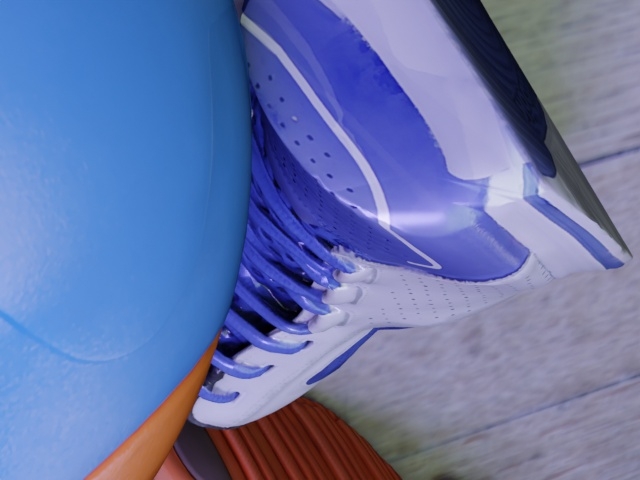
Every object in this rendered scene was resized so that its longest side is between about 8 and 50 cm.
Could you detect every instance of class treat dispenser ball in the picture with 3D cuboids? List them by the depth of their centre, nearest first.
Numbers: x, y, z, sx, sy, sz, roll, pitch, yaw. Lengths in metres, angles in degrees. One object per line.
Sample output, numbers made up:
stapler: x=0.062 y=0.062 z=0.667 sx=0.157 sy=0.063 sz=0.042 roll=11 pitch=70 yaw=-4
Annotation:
treat dispenser ball: x=-0.160 y=-0.022 z=0.405 sx=0.288 sy=0.288 sz=0.288 roll=-19 pitch=134 yaw=-21

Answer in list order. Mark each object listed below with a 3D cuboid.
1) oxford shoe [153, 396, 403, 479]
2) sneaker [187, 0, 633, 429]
oxford shoe: x=0.011 y=0.181 z=0.823 sx=0.132 sy=0.130 sz=0.363 roll=-41 pitch=138 yaw=12
sneaker: x=0.000 y=0.000 z=0.597 sx=0.182 sy=0.127 sz=0.315 roll=-32 pitch=173 yaw=6
